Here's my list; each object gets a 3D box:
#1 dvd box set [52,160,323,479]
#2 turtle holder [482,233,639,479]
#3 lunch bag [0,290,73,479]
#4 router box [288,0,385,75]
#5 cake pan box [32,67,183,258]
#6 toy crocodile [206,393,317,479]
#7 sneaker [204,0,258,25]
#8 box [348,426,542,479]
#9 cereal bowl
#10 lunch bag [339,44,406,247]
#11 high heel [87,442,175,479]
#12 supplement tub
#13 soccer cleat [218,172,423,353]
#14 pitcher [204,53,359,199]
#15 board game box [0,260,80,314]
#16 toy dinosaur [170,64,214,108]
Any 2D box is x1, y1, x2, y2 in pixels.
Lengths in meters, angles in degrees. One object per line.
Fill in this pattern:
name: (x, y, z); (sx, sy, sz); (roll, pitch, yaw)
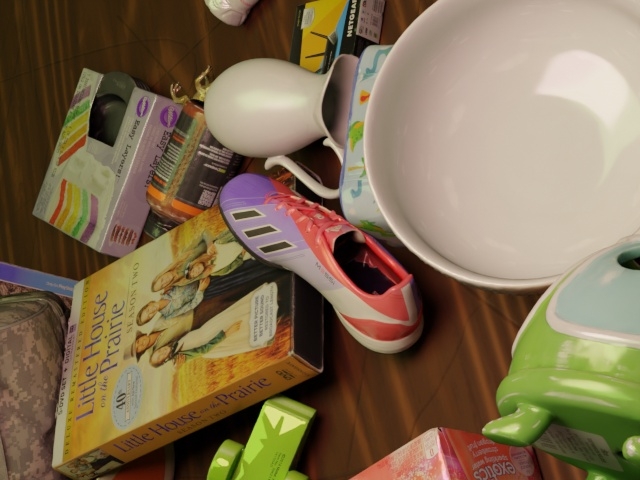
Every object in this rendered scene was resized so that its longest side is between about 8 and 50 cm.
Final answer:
dvd box set: (-0.173, 0.108, 1.914); (0.420, 0.062, 0.307); (-27, 44, 31)
turtle holder: (0.316, 0.117, 1.284); (0.320, 0.243, 0.227); (-11, 51, 57)
lunch bag: (-0.439, 0.227, 2.031); (0.256, 0.213, 0.305); (-128, 30, -81)
router box: (0.014, -0.226, 1.921); (0.133, 0.046, 0.178); (-4, 74, 49)
cake pan box: (-0.326, -0.126, 2.275); (0.246, 0.070, 0.266); (26, 96, 49)
toy crocodile: (-0.090, 0.352, 1.793); (0.115, 0.105, 0.340); (18, 88, 12)
sneaker: (-0.121, -0.427, 2.140); (0.115, 0.090, 0.232); (-34, 61, 30)
box: (0.086, 0.327, 1.544); (0.300, 0.154, 0.142); (-37, 50, 35)
cereal bowl: (0.223, -0.101, 1.507); (0.339, 0.141, 0.339); (-5, 75, 20)
lunch bag: (0.105, -0.105, 1.669); (0.090, 0.176, 0.219); (0, 74, 32)
high heel: (-0.328, 0.375, 2.050); (0.377, 0.127, 0.181); (-60, 34, 9)
supplement tub: (-0.177, -0.090, 2.051); (0.106, 0.106, 0.198); (36, 104, 50)
soccer cleat: (0.000, 0.000, 1.724); (0.318, 0.109, 0.116); (41, 152, 28)
pitcher: (-0.042, -0.140, 1.842); (0.207, 0.125, 0.177); (2, 96, 38)
board game box: (-0.517, 0.178, 2.250); (0.141, 0.232, 0.291); (1, 78, 53)
toy dinosaur: (-0.183, -0.189, 2.138); (0.183, 0.053, 0.092); (-56, 43, 19)
